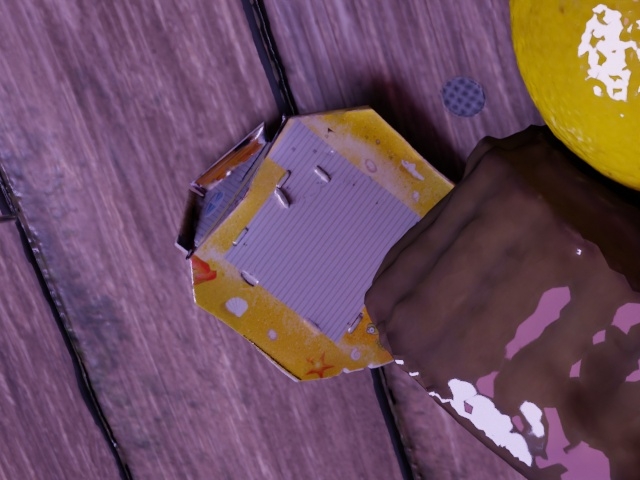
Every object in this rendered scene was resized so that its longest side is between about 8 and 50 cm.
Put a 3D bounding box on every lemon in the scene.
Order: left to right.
[{"bbox_3d":[0.246,-0.171,1.243,0.245,0.245,0.320,1,118,19],"label":"lemon"}]

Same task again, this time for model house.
[{"bbox_3d":[0.000,0.000,1.531,0.219,0.136,0.207,35,88,-23],"label":"model house"}]

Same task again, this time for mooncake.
[{"bbox_3d":[0.204,0.065,1.359,0.324,0.324,0.187,38,103,-7],"label":"mooncake"}]
